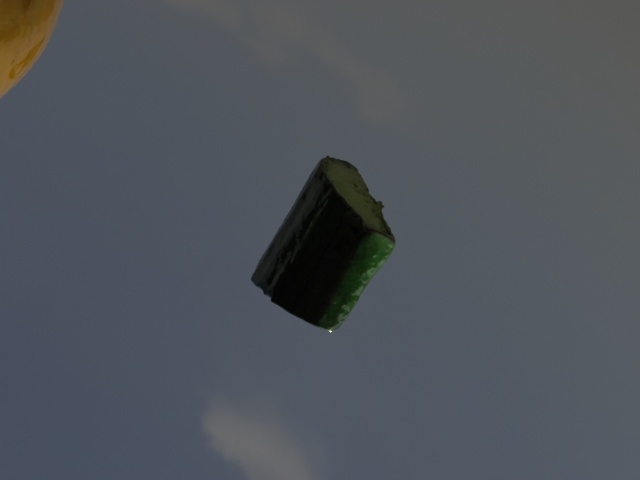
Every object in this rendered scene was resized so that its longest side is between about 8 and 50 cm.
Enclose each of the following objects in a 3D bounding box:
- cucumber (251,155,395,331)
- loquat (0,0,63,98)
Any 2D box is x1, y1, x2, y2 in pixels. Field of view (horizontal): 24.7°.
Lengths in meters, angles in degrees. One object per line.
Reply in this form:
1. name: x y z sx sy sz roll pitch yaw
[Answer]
1. cucumber: 0.000 0.000 1.177 0.062 0.115 0.116 24 -166 -28
2. loquat: -0.216 -0.142 0.675 0.208 0.208 0.208 31 -160 -12
